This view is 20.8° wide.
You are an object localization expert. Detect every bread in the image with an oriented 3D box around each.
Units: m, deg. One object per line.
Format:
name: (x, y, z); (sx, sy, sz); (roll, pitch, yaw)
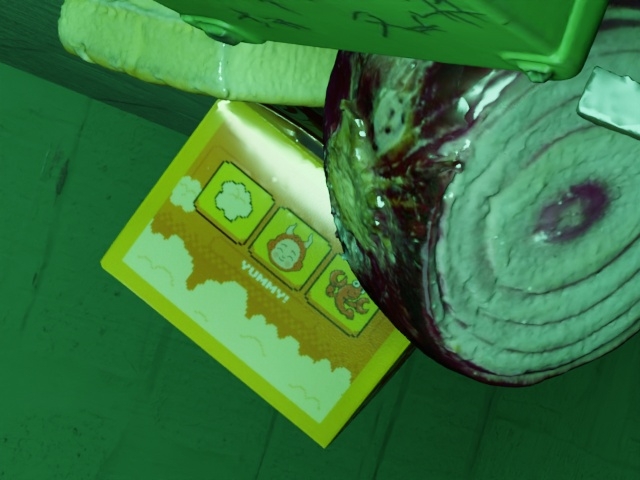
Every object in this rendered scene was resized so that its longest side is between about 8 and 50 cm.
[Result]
bread: (-0.052, -0.173, 1.402); (0.246, 0.111, 0.239); (1, -168, -42)

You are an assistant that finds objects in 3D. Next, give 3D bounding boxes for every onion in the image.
onion: (0.133, -0.085, 1.239); (0.281, 0.337, 0.260); (-19, -139, -13)

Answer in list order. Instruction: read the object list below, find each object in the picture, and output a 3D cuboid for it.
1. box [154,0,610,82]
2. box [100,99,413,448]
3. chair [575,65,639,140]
box: (0.001, -0.198, 0.916); (0.328, 0.178, 0.252); (15, 177, 42)
box: (0.000, 0.000, 1.582); (0.259, 0.214, 0.283); (38, -163, 6)
chair: (0.377, -0.054, 0.862); (0.416, 0.203, 0.240); (24, 178, 28)
